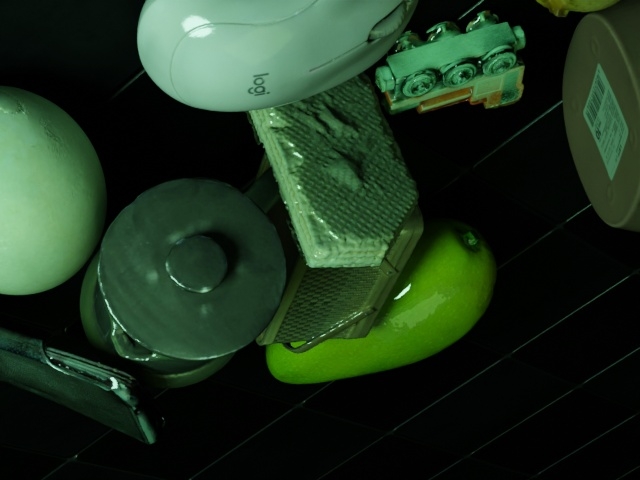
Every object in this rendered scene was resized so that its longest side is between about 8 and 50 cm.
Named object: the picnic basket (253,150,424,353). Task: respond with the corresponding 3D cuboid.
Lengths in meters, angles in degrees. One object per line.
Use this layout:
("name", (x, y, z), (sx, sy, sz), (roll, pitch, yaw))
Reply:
("picnic basket", (0.000, 0.000, 1.655), (0.139, 0.165, 0.266), (-4, 143, -23))

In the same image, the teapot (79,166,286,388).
("teapot", (-0.129, 0.028, 1.495), (0.270, 0.200, 0.337), (-47, -178, -14))

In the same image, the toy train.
("toy train", (0.144, -0.184, 1.554), (0.176, 0.074, 0.118), (-18, 151, -9))

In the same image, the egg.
("egg", (-0.306, -0.046, 1.387), (0.187, 0.186, 0.253), (-17, 145, -7))

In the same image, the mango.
("mango", (0.076, 0.093, 1.849), (0.343, 0.156, 0.192), (-28, 140, 17))

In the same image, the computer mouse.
("computer mouse", (-0.029, -0.209, 1.372), (0.297, 0.121, 0.184), (-12, 145, -12))

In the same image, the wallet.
("wallet", (-0.335, 0.139, 1.596), (0.318, 0.045, 0.172), (19, 159, 14))

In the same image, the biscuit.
("biscuit", (0.018, -0.081, 1.463), (0.150, 0.252, 0.052), (0, 142, -27))

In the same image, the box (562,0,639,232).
("box", (0.411, -0.149, 1.573), (0.216, 0.301, 0.301), (-6, 146, -9))

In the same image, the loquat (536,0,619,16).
("loquat", (0.252, -0.299, 1.371), (0.163, 0.163, 0.137), (-33, 155, 18))
